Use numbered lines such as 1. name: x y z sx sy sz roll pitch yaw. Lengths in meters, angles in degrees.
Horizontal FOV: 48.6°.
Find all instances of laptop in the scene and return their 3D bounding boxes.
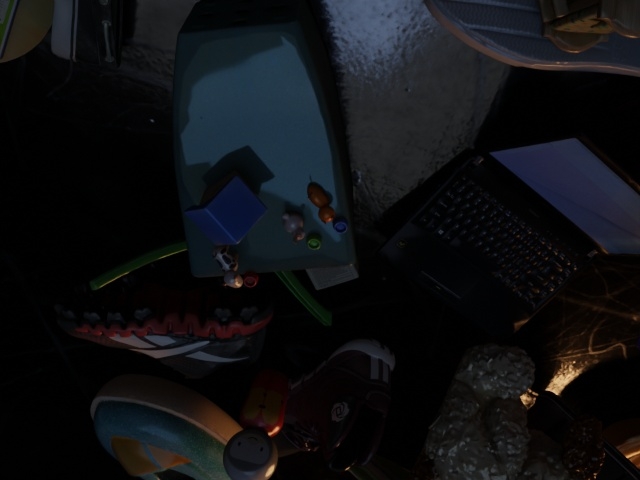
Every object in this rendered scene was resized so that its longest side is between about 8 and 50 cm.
1. laptop: 0.241 0.015 0.801 0.234 0.136 0.264 34 111 -22

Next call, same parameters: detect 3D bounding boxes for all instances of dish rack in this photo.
1. dish rack: 0.358 0.376 1.054 0.074 0.208 0.271 -26 142 -25

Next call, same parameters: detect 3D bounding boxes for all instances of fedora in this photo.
1. fedora: 0.477 0.330 1.079 0.194 0.079 0.194 -1 125 -1

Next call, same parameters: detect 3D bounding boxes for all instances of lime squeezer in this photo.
1. lime squeezer: -0.112 0.025 0.827 0.310 0.059 0.110 13 92 -36

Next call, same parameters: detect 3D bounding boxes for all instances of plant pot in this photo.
1. plant pot: -0.058 -0.110 0.698 0.165 0.166 0.234 -5 124 4

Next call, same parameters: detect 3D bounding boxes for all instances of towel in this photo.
1. towel: 0.190 0.404 1.061 0.325 0.248 0.038 30 82 -20

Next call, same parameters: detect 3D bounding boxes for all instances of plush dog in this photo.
1. plush dog: 0.251 0.300 0.938 0.225 0.210 0.262 24 132 16

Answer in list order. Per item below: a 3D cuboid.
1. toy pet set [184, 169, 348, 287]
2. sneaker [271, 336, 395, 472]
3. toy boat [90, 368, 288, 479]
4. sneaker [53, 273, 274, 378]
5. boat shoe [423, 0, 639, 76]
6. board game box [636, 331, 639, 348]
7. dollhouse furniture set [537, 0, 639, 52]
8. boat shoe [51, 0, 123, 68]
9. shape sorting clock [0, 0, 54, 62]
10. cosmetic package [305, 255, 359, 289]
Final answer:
1. toy pet set: -0.054 -0.007 0.632 0.122 0.065 0.114 -32 114 18
2. sneaker: -0.008 0.264 0.979 0.106 0.162 0.281 32 121 -22
3. toy boat: -0.170 0.275 0.966 0.318 0.148 0.267 -25 126 37
4. sneaker: -0.196 0.117 0.908 0.276 0.098 0.135 0 126 -1
5. boat shoe: 0.233 -0.201 0.661 0.302 0.094 0.109 14 97 -7
6. board game box: 0.437 -0.060 0.671 0.233 0.078 0.347 -15 119 -27
7. dollhouse furniture set: 0.178 -0.201 0.515 0.161 0.182 0.101 3 99 -5
8. boat shoe: -0.196 -0.257 0.642 0.070 0.078 0.219 14 134 -10
9. shape sorting clock: -0.348 -0.258 0.659 0.206 0.040 0.206 -2 130 -2
10. cosmetic package: 0.000 0.000 0.853 0.060 0.041 0.115 -17 125 12
